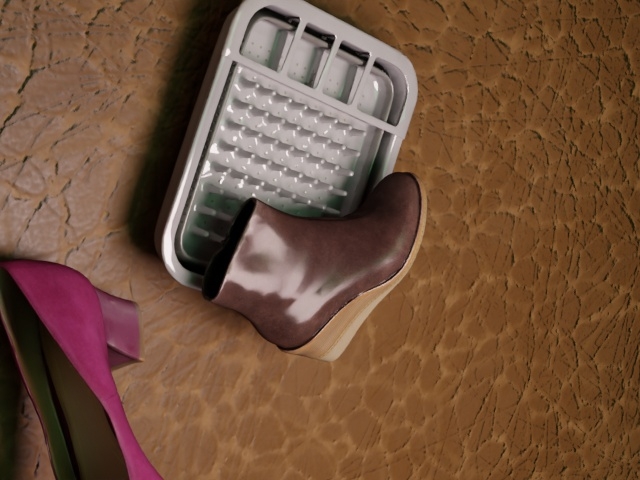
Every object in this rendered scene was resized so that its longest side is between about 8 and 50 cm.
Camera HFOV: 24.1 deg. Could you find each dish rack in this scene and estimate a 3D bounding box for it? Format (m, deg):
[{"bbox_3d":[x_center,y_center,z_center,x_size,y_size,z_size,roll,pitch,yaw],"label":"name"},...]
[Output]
[{"bbox_3d":[-0.045,-0.090,1.676,0.285,0.072,0.332,21,86,-42],"label":"dish rack"}]

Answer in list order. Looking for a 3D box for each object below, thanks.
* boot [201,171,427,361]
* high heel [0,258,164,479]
[{"bbox_3d":[0.000,0.000,1.630,0.207,0.090,0.248,35,81,-42],"label":"boot"},{"bbox_3d":[-0.247,0.203,1.458,0.181,0.127,0.377,25,45,-47],"label":"high heel"}]
